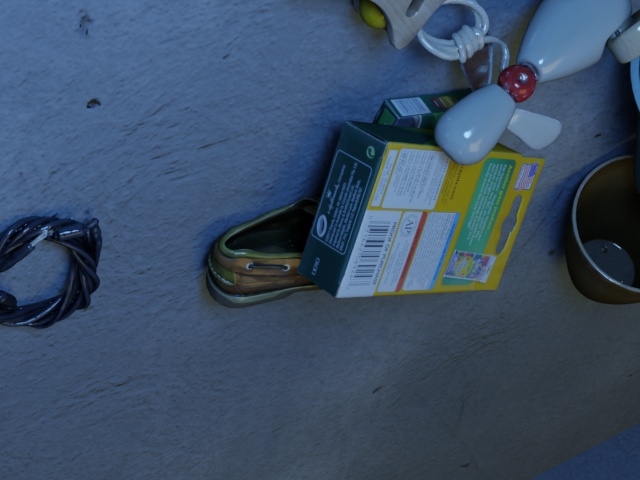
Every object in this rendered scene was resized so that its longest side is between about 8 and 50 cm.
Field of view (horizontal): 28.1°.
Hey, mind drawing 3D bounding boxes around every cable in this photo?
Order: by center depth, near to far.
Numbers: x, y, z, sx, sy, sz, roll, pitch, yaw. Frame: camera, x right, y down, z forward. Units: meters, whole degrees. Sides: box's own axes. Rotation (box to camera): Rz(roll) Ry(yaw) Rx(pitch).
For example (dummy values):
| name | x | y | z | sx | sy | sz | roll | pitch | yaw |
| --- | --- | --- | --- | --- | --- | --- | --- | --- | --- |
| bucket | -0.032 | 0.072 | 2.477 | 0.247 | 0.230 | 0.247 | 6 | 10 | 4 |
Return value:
| name | x | y | z | sx | sy | sz | roll | pitch | yaw |
| --- | --- | --- | --- | --- | --- | --- | --- | --- | --- |
| cable | -0.322 | 0.046 | 1.450 | 0.150 | 0.047 | 0.184 | -15 | 146 | -33 |

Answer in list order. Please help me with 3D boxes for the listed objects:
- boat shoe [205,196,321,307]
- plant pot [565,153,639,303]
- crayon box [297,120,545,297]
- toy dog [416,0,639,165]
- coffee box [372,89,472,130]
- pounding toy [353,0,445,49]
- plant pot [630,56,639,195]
| name | x | y | z | sx | sy | sz | roll | pitch | yaw |
| --- | --- | --- | --- | --- | --- | --- | --- | --- | --- |
| boat shoe | 0.000 | 0.000 | 1.665 | 0.307 | 0.111 | 0.104 | -21 | 149 | -26 |
| plant pot | 0.511 | 0.012 | 2.156 | 0.237 | 0.237 | 0.254 | -29 | 165 | -13 |
| crayon box | 0.134 | -0.036 | 1.638 | 0.323 | 0.083 | 0.203 | 1 | 114 | -45 |
| toy dog | 0.260 | -0.226 | 1.573 | 0.333 | 0.220 | 0.161 | -22 | -179 | -11 |
| coffee box | 0.140 | -0.141 | 1.682 | 0.184 | 0.040 | 0.113 | -10 | 142 | -39 |
| pounding toy | 0.067 | -0.276 | 1.283 | 0.154 | 0.155 | 0.269 | -39 | 152 | -5 |
| plant pot | 0.609 | -0.170 | 1.891 | 0.341 | 0.341 | 0.334 | -33 | 160 | -7 |
